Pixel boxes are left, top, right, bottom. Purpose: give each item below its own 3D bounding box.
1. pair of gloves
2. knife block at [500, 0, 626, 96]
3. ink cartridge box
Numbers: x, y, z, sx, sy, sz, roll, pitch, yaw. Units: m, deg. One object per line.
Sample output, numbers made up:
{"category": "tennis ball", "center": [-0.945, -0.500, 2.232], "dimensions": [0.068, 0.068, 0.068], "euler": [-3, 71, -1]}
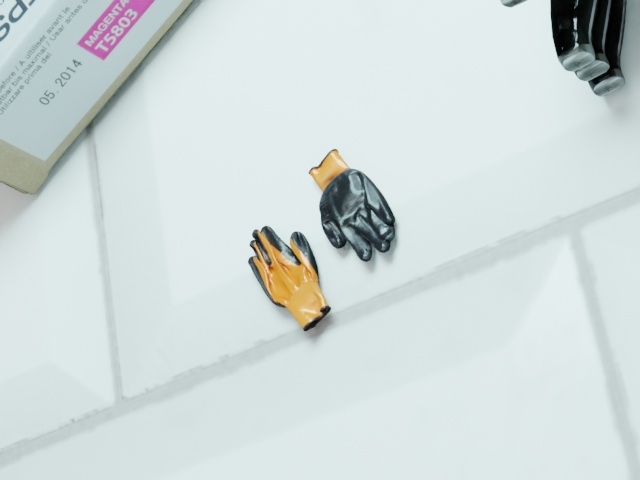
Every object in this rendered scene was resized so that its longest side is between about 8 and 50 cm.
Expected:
{"category": "pair of gloves", "center": [0.000, 0.000, 0.843], "dimensions": [0.083, 0.010, 0.074], "euler": [-45, 52, 10]}
{"category": "knife block", "center": [0.155, -0.217, 0.780], "dimensions": [0.088, 0.242, 0.276], "euler": [-5, 26, 33]}
{"category": "ink cartridge box", "center": [-0.172, -0.180, 0.981], "dimensions": [0.235, 0.088, 0.193], "euler": [-48, 52, 11]}
